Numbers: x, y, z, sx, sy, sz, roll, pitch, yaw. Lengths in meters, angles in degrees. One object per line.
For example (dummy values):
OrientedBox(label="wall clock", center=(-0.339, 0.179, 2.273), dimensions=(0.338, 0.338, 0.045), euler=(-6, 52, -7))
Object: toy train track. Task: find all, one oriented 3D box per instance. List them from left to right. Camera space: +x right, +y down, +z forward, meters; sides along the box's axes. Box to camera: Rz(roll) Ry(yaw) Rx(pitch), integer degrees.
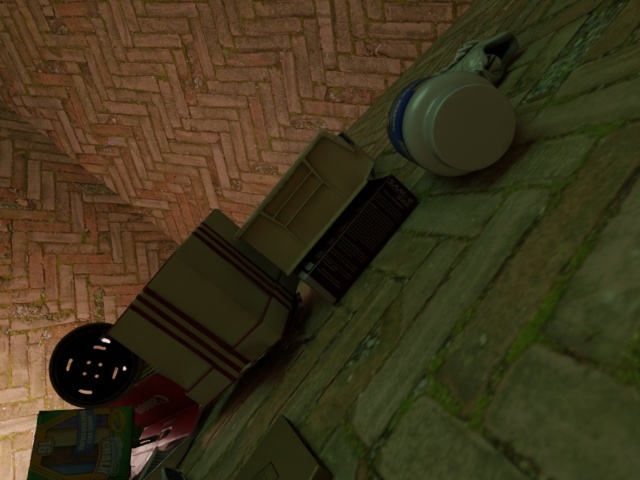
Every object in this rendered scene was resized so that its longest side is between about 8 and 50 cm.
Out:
OrientedBox(label="toy train track", center=(-0.037, 0.171, 0.776), dimensions=(0.083, 0.014, 0.048), euler=(-27, 17, 47))

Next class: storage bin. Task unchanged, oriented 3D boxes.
OrientedBox(label="storage bin", center=(-0.017, -0.084, 0.910), dimensions=(0.260, 0.123, 0.262), euler=(-50, 2, 8))

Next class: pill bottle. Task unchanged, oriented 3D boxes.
OrientedBox(label="pill bottle", center=(0.196, -0.184, 0.717), dimensions=(0.152, 0.152, 0.272), euler=(-46, 12, 11))

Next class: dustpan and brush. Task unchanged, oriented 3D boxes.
OrientedBox(label="dustpan and brush", center=(-0.335, 0.453, 0.836), dimensions=(0.147, 0.060, 0.211), euler=(-39, 15, 39))

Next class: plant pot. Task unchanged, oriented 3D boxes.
OrientedBox(label="plant pot", center=(-0.483, 0.270, 0.969), dimensions=(0.165, 0.167, 0.167), euler=(-32, 21, 55))

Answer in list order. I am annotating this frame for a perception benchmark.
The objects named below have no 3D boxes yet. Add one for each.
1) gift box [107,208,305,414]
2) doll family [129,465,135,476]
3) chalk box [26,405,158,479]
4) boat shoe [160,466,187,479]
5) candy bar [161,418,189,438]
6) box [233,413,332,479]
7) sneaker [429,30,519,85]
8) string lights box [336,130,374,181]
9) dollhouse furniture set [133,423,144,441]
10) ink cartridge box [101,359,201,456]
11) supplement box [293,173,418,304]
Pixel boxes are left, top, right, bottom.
OrientedBox(label="gift box", center=(-0.200, 0.142, 0.844), dimensions=(0.255, 0.258, 0.276), euler=(-44, 13, 26))
OrientedBox(label="doll family", center=(-0.493, 0.555, 1.058), dimensions=(0.193, 0.076, 0.111), euler=(-48, 16, 19))
OrientedBox(label="chalk box", center=(-0.428, 0.404, 0.880), dimensions=(0.132, 0.212, 0.132), euler=(121, 148, -52))
OrientedBox(label="boat shoe", center=(-0.237, 0.393, 0.736), dimensions=(0.125, 0.038, 0.046), euler=(142, 123, -60))
OrientedBox(label="candy bar", center=(-0.307, 0.406, 0.989), dimensions=(0.161, 0.018, 0.040), euler=(-41, 14, 35))
OrientedBox(label="box", center=(-0.078, 0.303, 0.493), dimensions=(0.201, 0.021, 0.164), euler=(-51, 12, -14))
OrientedBox(label="sneaker", center=(0.294, -0.320, 0.927), dimensions=(0.292, 0.110, 0.118), euler=(-52, 21, -14))
OrientedBox(label="string lights box", center=(0.077, -0.217, 1.282), dimensions=(0.077, 0.133, 0.260), euler=(-45, 13, 20))
OrientedBox(label="dollhouse furniture set", center=(-0.474, 0.388, 1.315), dimensions=(0.301, 0.151, 0.197), euler=(-46, 12, 11))
OrientedBox(label="ink cartridge box", center=(-0.358, 0.309, 1.031), dimensions=(0.309, 0.130, 0.272), euler=(-36, 27, 37))
OrientedBox(label="supplement box", center=(0.059, -0.006, 0.836), dimensions=(0.239, 0.073, 0.130), euler=(-51, 11, -5))
